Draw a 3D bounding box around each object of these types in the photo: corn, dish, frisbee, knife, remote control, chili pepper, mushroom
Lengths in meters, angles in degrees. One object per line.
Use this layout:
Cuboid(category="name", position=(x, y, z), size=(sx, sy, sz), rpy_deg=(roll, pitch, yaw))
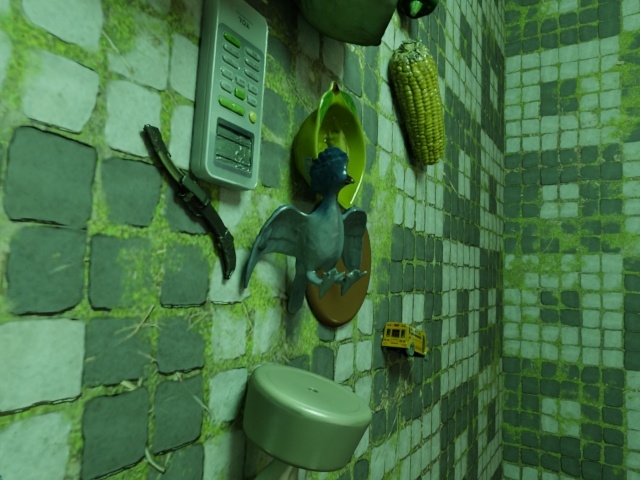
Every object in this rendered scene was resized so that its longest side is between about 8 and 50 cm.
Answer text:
Cuboid(category="corn", position=(0.245, -0.330, 1.132), size=(0.115, 0.115, 0.318), rpy_deg=(-59, 137, -40))
Cuboid(category="dish", position=(0.007, -0.151, 0.770), size=(0.148, 0.080, 0.208), rpy_deg=(-25, 112, -52))
Cuboid(category="frisbee", position=(0.039, 0.039, 0.877), size=(0.250, 0.021, 0.251), rpy_deg=(1, 89, -57))
Cuboid(category="knife", position=(-0.149, -0.047, 0.571), size=(0.046, 0.021, 0.222), rpy_deg=(-53, 133, -41))
Cuboid(category="remote control", position=(-0.117, -0.196, 0.612), size=(0.103, 0.034, 0.250), rpy_deg=(14, 78, -57))
Cuboid(category="chili pepper", position=(0.244, -0.658, 1.150), size=(0.136, 0.098, 0.271), rpy_deg=(78, 17, -67))
Cuboid(category="mushroom", position=(0.033, -0.418, 0.744), size=(0.267, 0.163, 0.190), rpy_deg=(-103, -161, -57))

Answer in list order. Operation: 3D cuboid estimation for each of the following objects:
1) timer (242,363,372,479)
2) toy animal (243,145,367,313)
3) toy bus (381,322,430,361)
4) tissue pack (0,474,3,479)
Cuboid(category="timer", position=(-0.054, 0.327, 0.630), size=(0.175, 0.175, 0.266), rpy_deg=(22, 87, -56))
Cuboid(category="toy animal", position=(0.000, 0.000, 0.699), size=(0.239, 0.255, 0.176), rpy_deg=(3, 49, -39))
Cuboid(category="toy bus", position=(0.208, 0.242, 1.099), size=(0.162, 0.069, 0.074), rpy_deg=(33, 60, -52))
Cuboid(category="tissue pack", position=(-0.273, 0.257, 0.328), size=(0.148, 0.060, 0.109), rpy_deg=(-52, 133, -47))
